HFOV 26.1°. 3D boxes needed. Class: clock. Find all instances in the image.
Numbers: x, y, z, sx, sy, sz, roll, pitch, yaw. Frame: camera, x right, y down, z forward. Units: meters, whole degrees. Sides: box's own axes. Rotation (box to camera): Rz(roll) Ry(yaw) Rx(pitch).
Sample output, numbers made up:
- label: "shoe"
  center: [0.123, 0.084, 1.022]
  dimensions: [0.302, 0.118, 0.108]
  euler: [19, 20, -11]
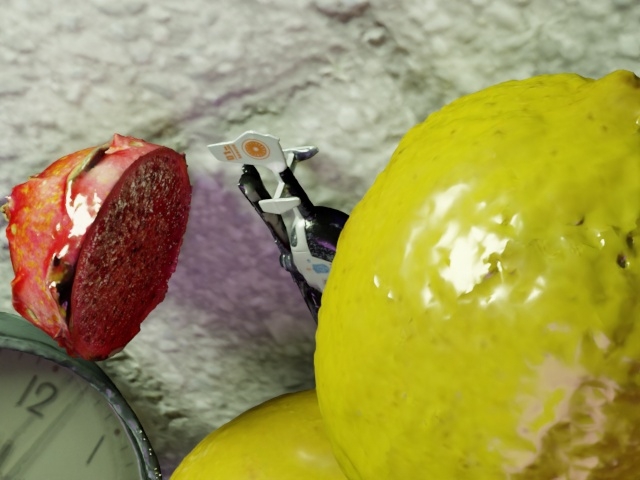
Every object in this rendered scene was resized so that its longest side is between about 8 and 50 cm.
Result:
- label: "clock"
  center: [-0.269, 0.211, 0.991]
  dimensions: [0.325, 0.067, 0.325]
  euler: [-7, 104, -26]

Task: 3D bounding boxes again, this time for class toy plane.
- label: "toy plane"
  center: [0.000, -0.001, 0.903]
  dimensions: [0.078, 0.053, 0.197]
  euler: [-8, 135, 28]

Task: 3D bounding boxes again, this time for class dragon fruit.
- label: "dragon fruit"
  center: [-0.164, -0.005, 0.880]
  dimensions: [0.110, 0.153, 0.153]
  euler: [17, 135, 18]

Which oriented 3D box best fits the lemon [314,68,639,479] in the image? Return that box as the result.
- label: "lemon"
  center: [0.129, 0.054, 0.782]
  dimensions: [0.268, 0.268, 0.322]
  euler: [19, 125, -8]

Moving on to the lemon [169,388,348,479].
- label: "lemon"
  center: [0.005, 0.250, 0.972]
  dimensions: [0.297, 0.297, 0.297]
  euler: [5, 133, 5]
